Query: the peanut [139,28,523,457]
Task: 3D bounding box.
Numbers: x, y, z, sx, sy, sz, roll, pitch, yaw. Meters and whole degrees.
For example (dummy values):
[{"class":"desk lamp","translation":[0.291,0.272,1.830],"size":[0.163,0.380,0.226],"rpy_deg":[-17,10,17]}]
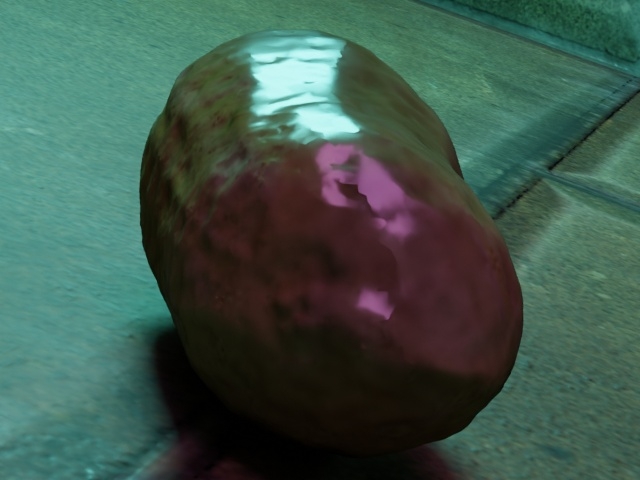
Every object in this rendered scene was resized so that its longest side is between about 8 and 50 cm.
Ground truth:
[{"class":"peanut","translation":[0.000,0.000,0.550],"size":[0.129,0.129,0.224],"rpy_deg":[13,24,-18]}]
